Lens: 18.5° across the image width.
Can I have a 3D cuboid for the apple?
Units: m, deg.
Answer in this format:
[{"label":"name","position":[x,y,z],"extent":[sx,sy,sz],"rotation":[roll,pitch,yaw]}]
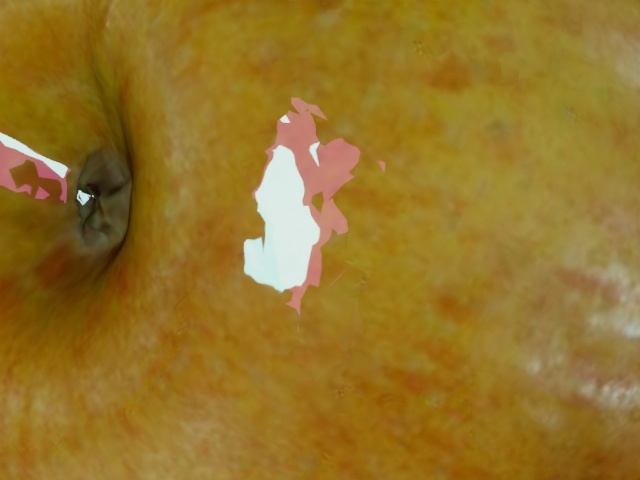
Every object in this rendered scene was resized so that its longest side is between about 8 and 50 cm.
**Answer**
[{"label":"apple","position":[0.000,0.000,0.613],"extent":[0.299,0.275,0.299],"rotation":[-12,69,33]}]
